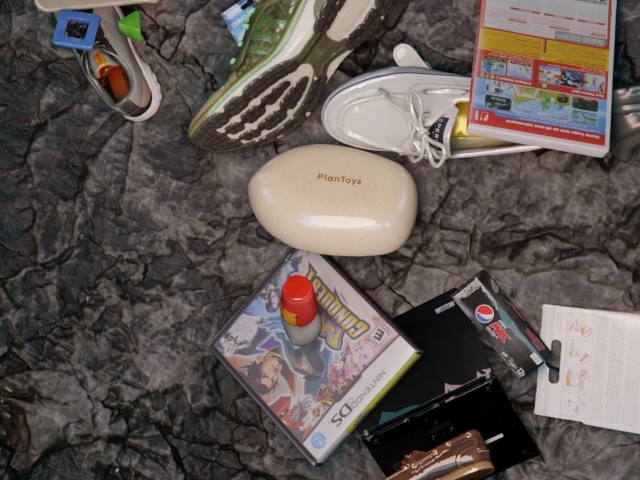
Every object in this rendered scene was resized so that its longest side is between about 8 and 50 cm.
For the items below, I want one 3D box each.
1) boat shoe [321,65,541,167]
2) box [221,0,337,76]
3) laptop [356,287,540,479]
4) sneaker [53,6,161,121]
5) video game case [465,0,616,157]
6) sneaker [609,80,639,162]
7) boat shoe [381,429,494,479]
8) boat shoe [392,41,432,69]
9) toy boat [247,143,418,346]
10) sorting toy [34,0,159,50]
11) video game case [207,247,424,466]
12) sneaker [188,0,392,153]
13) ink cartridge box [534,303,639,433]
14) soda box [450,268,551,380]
[{"bbox_3d":[0.176,-0.170,1.658,0.367,0.156,0.135,4,118,8],"label":"boat shoe"},{"bbox_3d":[-0.067,-0.314,1.774,0.109,0.042,0.178,-33,86,10],"label":"box"},{"bbox_3d":[0.179,0.256,1.762,0.234,0.136,0.264,-27,112,12],"label":"laptop"},{"bbox_3d":[-0.356,-0.318,1.803,0.100,0.108,0.271,-35,84,13],"label":"sneaker"},{"bbox_3d":[0.326,-0.266,1.620,0.204,0.025,0.285,10,67,-2],"label":"video game case"},{"bbox_3d":[0.557,-0.181,1.630,0.286,0.109,0.130,-6,97,21],"label":"sneaker"},{"bbox_3d":[0.161,0.354,1.698,0.207,0.073,0.073,-22,63,5],"label":"boat shoe"},{"bbox_3d":[0.155,-0.256,1.731,0.046,0.038,0.125,-37,105,15],"label":"boat shoe"},{"bbox_3d":[0.000,0.000,1.698,0.268,0.148,0.318,13,60,9],"label":"toy boat"},{"bbox_3d":[-0.361,-0.447,1.793,0.196,0.047,0.347,-4,67,-6],"label":"sorting toy"},{"bbox_3d":[-0.013,0.171,1.752,0.275,0.035,0.248,45,101,23],"label":"video game case"},{"bbox_3d":[-0.065,-0.307,1.709,0.410,0.158,0.182,-46,53,11],"label":"sneaker"},{"bbox_3d":[0.449,0.195,1.695,0.225,0.056,0.181,6,94,30],"label":"ink cartridge box"},{"bbox_3d":[0.279,0.129,1.709,0.053,0.060,0.169,-41,84,24],"label":"soda box"}]
